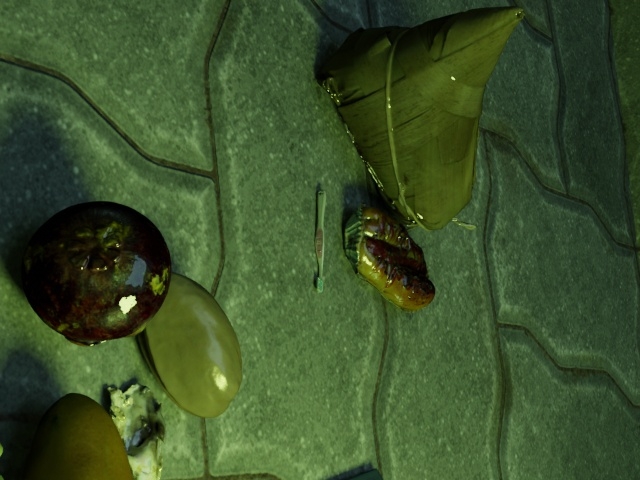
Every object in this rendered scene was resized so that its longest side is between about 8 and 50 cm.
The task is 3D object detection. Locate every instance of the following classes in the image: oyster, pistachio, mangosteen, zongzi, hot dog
[{"bbox_3d":[-0.257,0.290,1.615,0.106,0.061,0.199,19,57,-33],"label":"oyster"},{"bbox_3d":[-0.190,0.149,1.701,0.136,0.136,0.226,-36,101,-56],"label":"pistachio"},{"bbox_3d":[-0.291,0.055,1.551,0.217,0.192,0.192,97,-1,-60],"label":"mangosteen"},{"bbox_3d":[0.272,-0.187,2.234,0.218,0.467,0.500,-44,117,-31],"label":"zongzi"},{"bbox_3d":[0.138,0.034,2.285,0.270,0.082,0.162,38,46,-42],"label":"hot dog"}]

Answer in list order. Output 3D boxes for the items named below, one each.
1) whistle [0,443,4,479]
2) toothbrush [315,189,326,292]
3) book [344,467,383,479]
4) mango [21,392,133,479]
[{"bbox_3d":[-0.423,0.236,1.307,0.131,0.106,0.288,-16,94,-25],"label":"whistle"},{"bbox_3d":[0.000,0.000,2.146,0.022,0.017,0.204,56,33,-61],"label":"toothbrush"},{"bbox_3d":[0.067,0.496,1.981,0.269,0.025,0.191,-4,59,-57],"label":"book"},{"bbox_3d":[-0.295,0.321,1.441,0.175,0.139,0.254,83,6,-50],"label":"mango"}]
